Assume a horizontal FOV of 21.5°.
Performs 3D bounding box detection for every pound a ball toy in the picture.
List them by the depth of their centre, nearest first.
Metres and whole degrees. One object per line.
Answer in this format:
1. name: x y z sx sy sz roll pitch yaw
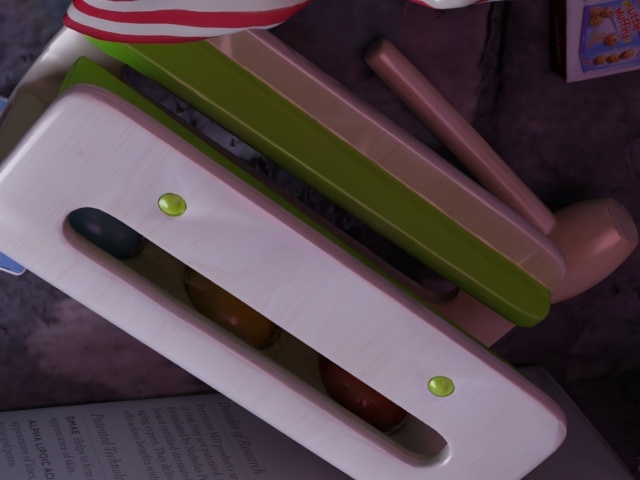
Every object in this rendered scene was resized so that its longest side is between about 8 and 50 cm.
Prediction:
1. pound a ball toy: 0.000 0.000 0.817 0.319 0.208 0.136 35 125 -18

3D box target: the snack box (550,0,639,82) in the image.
1. snack box: 0.148 -0.169 0.848 0.064 0.022 0.178 -12 118 -15

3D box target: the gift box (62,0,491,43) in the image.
1. gift box: 0.011 -0.215 0.649 0.255 0.276 0.258 -8 102 -12

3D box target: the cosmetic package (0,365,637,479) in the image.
1. cosmetic package: -0.036 0.204 0.891 0.385 0.156 0.217 -2 116 -20

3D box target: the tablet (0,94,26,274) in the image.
1. tablet: -0.152 -0.026 0.819 0.054 0.006 0.083 21 105 -27

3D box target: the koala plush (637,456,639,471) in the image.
1. koala plush: 0.278 0.142 0.918 0.221 0.196 0.203 -1 113 -53
